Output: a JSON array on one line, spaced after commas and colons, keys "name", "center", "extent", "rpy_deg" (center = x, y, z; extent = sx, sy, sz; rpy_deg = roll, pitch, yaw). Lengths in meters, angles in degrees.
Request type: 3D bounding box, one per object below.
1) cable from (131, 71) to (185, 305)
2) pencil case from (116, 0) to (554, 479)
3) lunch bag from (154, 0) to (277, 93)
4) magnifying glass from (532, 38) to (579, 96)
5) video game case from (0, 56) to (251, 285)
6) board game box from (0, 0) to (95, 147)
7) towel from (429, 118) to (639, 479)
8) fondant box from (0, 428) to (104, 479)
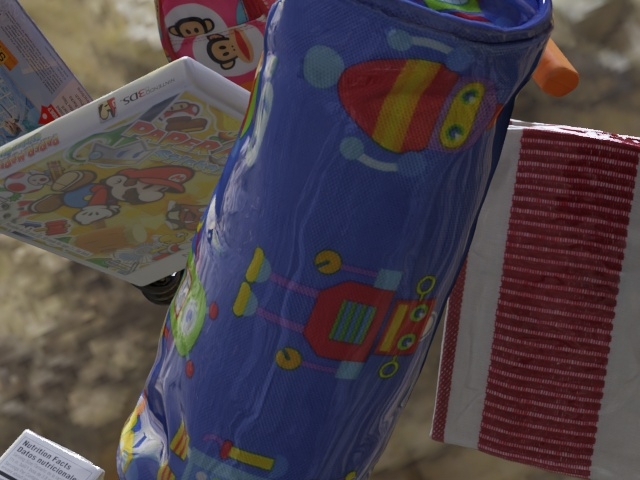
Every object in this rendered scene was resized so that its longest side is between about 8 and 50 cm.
[{"name": "cable", "center": [-0.130, -0.044, 1.463], "extent": [0.150, 0.047, 0.185], "rpy_deg": [-52, 143, -57]}, {"name": "pencil case", "center": [0.000, 0.000, 0.804], "extent": [0.133, 0.119, 0.306], "rpy_deg": [-118, -140, -51]}, {"name": "lunch bag", "center": [-0.072, -0.216, 1.718], "extent": [0.258, 0.120, 0.293], "rpy_deg": [-97, 166, -46]}, {"name": "magnifying glass", "center": [0.102, -0.177, 1.192], "extent": [0.092, 0.026, 0.231], "rpy_deg": [17, 35, -45]}, {"name": "video game case", "center": [-0.106, -0.037, 1.221], "extent": [0.227, 0.206, 0.026], "rpy_deg": [26, 46, -55]}, {"name": "board game box", "center": [-0.383, -0.135, 1.611], "extent": [0.066, 0.318, 0.319], "rpy_deg": [-14, -60, 43]}, {"name": "towel", "center": [0.244, 0.057, 1.211], "extent": [0.037, 0.329, 0.237], "rpy_deg": [-21, 120, -67]}, {"name": "fondant box", "center": [-0.328, 0.370, 1.679], "extent": [0.096, 0.330, 0.238], "rpy_deg": [26, -43, 17]}]
